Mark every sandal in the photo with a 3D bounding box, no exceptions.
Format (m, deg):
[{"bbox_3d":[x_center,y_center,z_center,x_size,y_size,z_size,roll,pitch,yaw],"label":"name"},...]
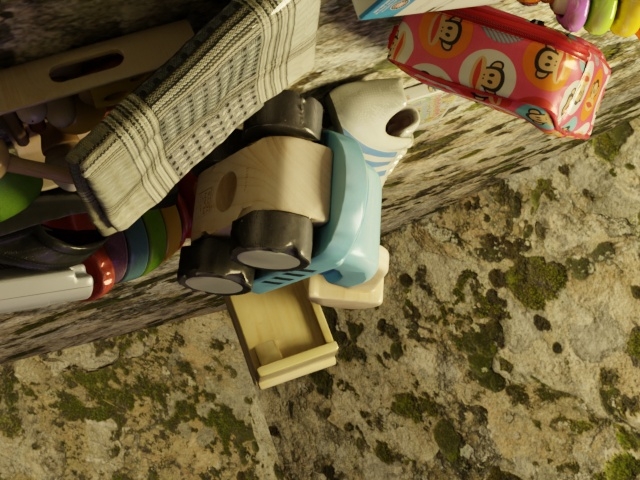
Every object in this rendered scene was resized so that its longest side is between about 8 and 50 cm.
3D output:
[{"bbox_3d":[-0.394,-0.016,1.376,0.446,0.107,0.167,-10,-160,-27],"label":"sandal"}]

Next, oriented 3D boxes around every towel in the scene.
[{"bbox_3d":[-0.119,-0.133,1.131,0.312,0.056,0.324,-45,177,-11],"label":"towel"}]

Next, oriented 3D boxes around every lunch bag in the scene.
[{"bbox_3d":[0.207,-0.215,1.350,0.258,0.120,0.293,21,-172,21],"label":"lunch bag"}]

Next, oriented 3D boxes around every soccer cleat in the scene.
[{"bbox_3d":[0.087,-0.138,1.672,0.143,0.116,0.331,-17,159,2],"label":"soccer cleat"}]

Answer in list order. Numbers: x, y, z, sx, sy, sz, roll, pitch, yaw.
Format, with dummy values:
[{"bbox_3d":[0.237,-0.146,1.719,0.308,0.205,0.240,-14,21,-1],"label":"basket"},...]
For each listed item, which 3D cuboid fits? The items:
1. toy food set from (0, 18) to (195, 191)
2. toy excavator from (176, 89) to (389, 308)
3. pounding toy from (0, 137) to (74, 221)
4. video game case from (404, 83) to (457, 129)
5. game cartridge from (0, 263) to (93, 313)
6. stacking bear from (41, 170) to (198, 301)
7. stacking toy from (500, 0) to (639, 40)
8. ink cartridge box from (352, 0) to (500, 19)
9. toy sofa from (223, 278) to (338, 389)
[{"bbox_3d":[-0.235,-0.131,1.200,0.220,0.092,0.306,-18,173,-9],"label":"toy food set"},{"bbox_3d":[0.000,0.000,1.631,0.445,0.222,0.433,16,158,-31],"label":"toy excavator"},{"bbox_3d":[-0.374,-0.034,1.162,0.237,0.110,0.183,-3,164,36],"label":"pounding toy"},{"bbox_3d":[0.121,-0.204,1.818,0.206,0.026,0.227,-18,172,-9],"label":"video game case"},{"bbox_3d":[-0.455,0.036,1.457,0.196,0.060,0.294,-3,-165,-39],"label":"game cartridge"},{"bbox_3d":[-0.266,-0.029,1.655,0.289,0.175,0.164,-23,174,-40],"label":"stacking bear"},{"bbox_3d":[0.323,-0.296,1.269,0.302,0.166,0.175,-2,-154,-1],"label":"stacking toy"},{"bbox_3d":[0.134,-0.284,1.070,0.190,0.082,0.139,-16,172,-35],"label":"ink cartridge box"},{"bbox_3d":[-0.100,0.072,1.975,0.150,0.362,0.177,-19,166,-9],"label":"toy sofa"}]
